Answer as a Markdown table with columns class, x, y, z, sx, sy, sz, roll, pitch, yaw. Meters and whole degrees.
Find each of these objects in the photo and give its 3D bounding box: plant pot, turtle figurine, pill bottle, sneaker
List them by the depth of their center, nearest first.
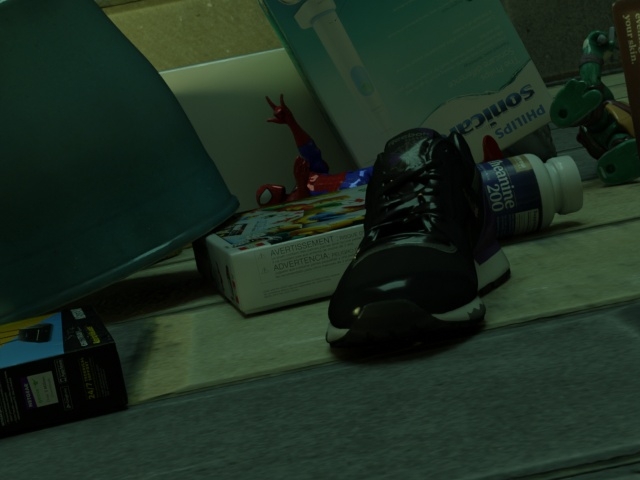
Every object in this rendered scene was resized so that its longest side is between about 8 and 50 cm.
| class | x | y | z | sx | sy | sz | roll | pitch | yaw |
| --- | --- | --- | --- | --- | --- | --- | --- | --- | --- |
| sneaker | 0.056 | -0.009 | 1.122 | 0.107 | 0.124 | 0.283 | -10 | 7 | 13 |
| pill bottle | 0.158 | -0.036 | 1.408 | 0.120 | 0.067 | 0.067 | -13 | 7 | -9 |
| plant pot | -0.246 | -0.089 | 1.475 | 0.272 | 0.255 | 0.271 | -23 | 10 | 4 |
| turtle figurine | 0.319 | -0.126 | 1.712 | 0.175 | 0.118 | 0.234 | 34 | 26 | 15 |
| sneaker | 0.197 | -0.123 | 1.987 | 0.129 | 0.111 | 0.297 | -22 | 1 | -6 |

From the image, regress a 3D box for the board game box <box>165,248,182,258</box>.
| class | x | y | z | sx | sy | sz | roll | pitch | yaw |
| --- | --- | --- | --- | --- | --- | --- | --- | --- | --- |
| board game box | -0.212 | -0.053 | 1.695 | 0.048 | 0.170 | 0.141 | -5 | 10 | 30 |

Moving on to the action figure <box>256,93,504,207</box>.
| class | x | y | z | sx | sy | sz | roll | pitch | yaw |
| --- | --- | --- | --- | --- | --- | --- | --- | --- | --- |
| action figure | 0.030 | -0.078 | 1.645 | 0.280 | 0.139 | 0.091 | -8 | 40 | 38 |

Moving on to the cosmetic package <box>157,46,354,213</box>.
| class | x | y | z | sx | sy | sz | roll | pitch | yaw |
| --- | --- | --- | --- | --- | --- | --- | --- | --- | --- |
| cosmetic package | -0.035 | -0.125 | 1.890 | 0.365 | 0.197 | 0.155 | -14 | 6 | -15 |

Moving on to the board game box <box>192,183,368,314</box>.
| class | x | y | z | sx | sy | sz | roll | pitch | yaw |
| --- | --- | --- | --- | --- | --- | --- | --- | --- | --- |
| board game box | 0.000 | 0.000 | 1.418 | 0.193 | 0.053 | 0.305 | -13 | 7 | -10 |

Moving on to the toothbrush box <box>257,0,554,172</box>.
| class | x | y | z | sx | sy | sz | roll | pitch | yaw |
| --- | --- | --- | --- | --- | --- | --- | --- | --- | --- |
| toothbrush box | 0.085 | -0.207 | 1.757 | 0.216 | 0.295 | 0.126 | -31 | 8 | -1 |

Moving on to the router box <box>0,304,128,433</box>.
| class | x | y | z | sx | sy | sz | roll | pitch | yaw |
| --- | --- | --- | --- | --- | --- | --- | --- | --- | --- |
| router box | -0.202 | 0.087 | 1.081 | 0.133 | 0.046 | 0.179 | -13 | 7 | -12 |

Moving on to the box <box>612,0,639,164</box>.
| class | x | y | z | sx | sy | sz | roll | pitch | yaw |
| --- | --- | --- | --- | --- | --- | --- | --- | --- | --- |
| box | 0.379 | -0.096 | 1.043 | 0.143 | 0.191 | 0.381 | -16 | 9 | -35 |
